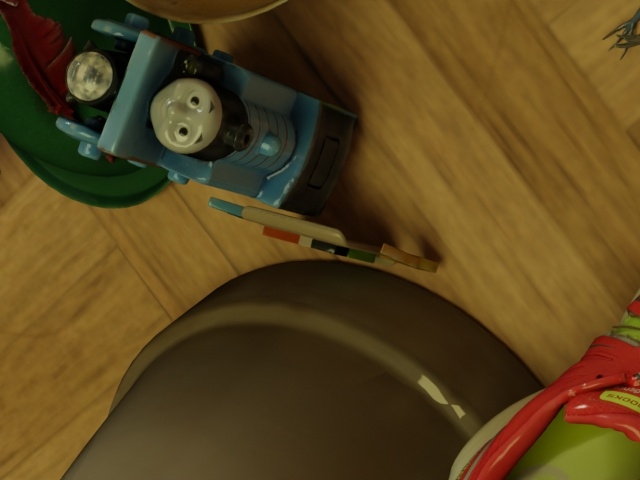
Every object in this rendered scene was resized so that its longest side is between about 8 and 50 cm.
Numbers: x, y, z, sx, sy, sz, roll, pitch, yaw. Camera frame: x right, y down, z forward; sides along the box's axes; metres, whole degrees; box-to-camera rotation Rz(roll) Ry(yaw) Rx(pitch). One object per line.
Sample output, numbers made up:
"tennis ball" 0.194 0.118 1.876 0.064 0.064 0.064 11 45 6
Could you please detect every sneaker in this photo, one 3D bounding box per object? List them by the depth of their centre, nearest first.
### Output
"sneaker" 0.167 0.075 0.904 0.107 0.118 0.279 44 99 5

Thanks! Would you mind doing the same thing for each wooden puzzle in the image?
"wooden puzzle" 0.000 0.000 1.061 0.116 0.078 0.014 15 86 36

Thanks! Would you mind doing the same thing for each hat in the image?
"hat" -0.183 -0.087 1.071 0.173 0.183 0.209 25 122 24

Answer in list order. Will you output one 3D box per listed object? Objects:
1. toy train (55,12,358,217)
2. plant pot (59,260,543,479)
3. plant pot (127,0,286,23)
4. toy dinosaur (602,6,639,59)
"toy train" -0.058 -0.064 1.004 0.105 0.184 0.080 21 92 24
"plant pot" -0.043 0.211 1.046 0.323 0.280 0.323 15 119 29
"plant pot" -0.043 -0.226 0.972 0.236 0.032 0.236 0 90 35
"toy dinosaur" 0.167 -0.110 0.916 0.090 0.047 0.082 -33 108 29
